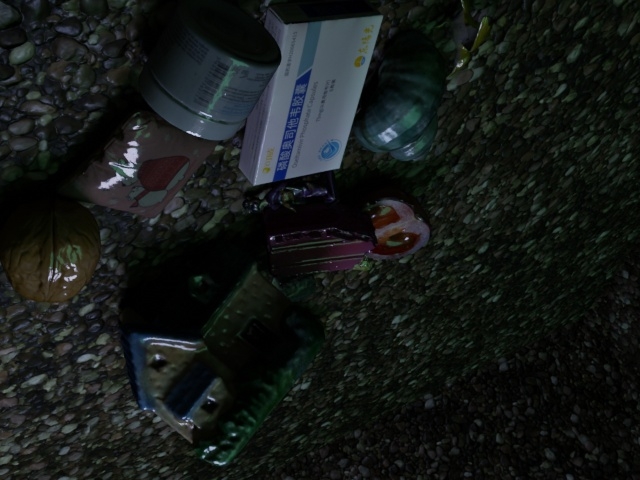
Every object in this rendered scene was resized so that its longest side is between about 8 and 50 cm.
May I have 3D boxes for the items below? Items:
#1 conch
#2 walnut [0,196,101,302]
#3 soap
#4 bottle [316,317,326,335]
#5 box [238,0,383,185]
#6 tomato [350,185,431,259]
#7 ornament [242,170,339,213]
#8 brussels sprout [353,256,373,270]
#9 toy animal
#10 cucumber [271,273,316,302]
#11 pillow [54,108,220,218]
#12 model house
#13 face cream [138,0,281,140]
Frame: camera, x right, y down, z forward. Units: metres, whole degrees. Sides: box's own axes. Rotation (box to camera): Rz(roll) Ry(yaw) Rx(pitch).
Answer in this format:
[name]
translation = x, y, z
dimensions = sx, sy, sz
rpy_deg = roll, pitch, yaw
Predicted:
[conch]
translation = 0.161, -0.261, 1.648
dimensions = 0.220, 0.195, 0.277
rpy_deg = -51, 134, -29
[walnut]
translation = -0.463, 0.014, 1.428
dimensions = 0.167, 0.167, 0.207
rpy_deg = -13, 148, -33
[soap]
translation = 0.000, 0.000, 1.863
dimensions = 0.250, 0.099, 0.162
rpy_deg = -6, 142, -7
[bottle]
translation = -0.106, 0.230, 2.207
dimensions = 0.093, 0.093, 0.330
rpy_deg = -42, 150, 17
[box]
translation = -0.024, -0.262, 1.500
dimensions = 0.200, 0.065, 0.343
rpy_deg = -14, 139, -31
[tomato]
translation = 0.147, -0.055, 1.994
dimensions = 0.199, 0.112, 0.228
rpy_deg = -25, 136, 18
[ornament]
translation = -0.068, -0.096, 1.766
dimensions = 0.203, 0.088, 0.081
rpy_deg = -13, 172, -10
[brussels sprout]
translation = 0.095, 0.042, 2.146
dimensions = 0.058, 0.085, 0.085
rpy_deg = -11, 146, -49
[toy animal]
translation = 0.267, -0.396, 1.609
dimensions = 0.155, 0.095, 0.219
rpy_deg = -50, 179, 27
[cucumber]
translation = -0.074, 0.123, 2.109
dimensions = 0.115, 0.062, 0.116
rpy_deg = -24, 152, -24
[pillow]
translation = -0.305, -0.130, 1.441
dimensions = 0.236, 0.084, 0.223
rpy_deg = -40, 151, 22
[model house]
translation = -0.241, 0.214, 1.777
dimensions = 0.382, 0.342, 0.334
rpy_deg = -48, -170, -13
[face cream]
translation = -0.167, -0.266, 1.272
dimensions = 0.177, 0.177, 0.153
rpy_deg = 0, 135, -46
